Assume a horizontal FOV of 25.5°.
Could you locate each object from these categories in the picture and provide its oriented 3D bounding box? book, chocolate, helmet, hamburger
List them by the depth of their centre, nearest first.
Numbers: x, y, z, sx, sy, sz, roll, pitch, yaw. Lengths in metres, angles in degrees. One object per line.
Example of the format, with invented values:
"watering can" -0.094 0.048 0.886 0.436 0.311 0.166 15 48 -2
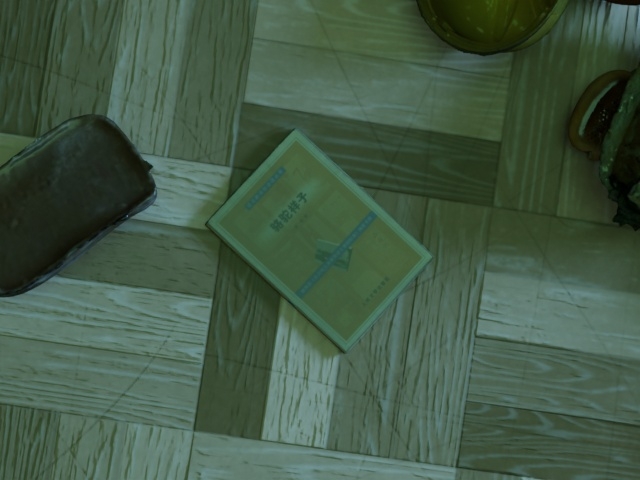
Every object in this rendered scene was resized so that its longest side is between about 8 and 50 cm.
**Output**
"chocolate" -0.325 -0.035 1.719 0.261 0.083 0.161 -32 73 -6
"hamburger" 0.469 -0.145 1.733 0.211 0.132 0.308 23 84 -38
"helmet" 0.231 -0.338 1.746 0.205 0.140 0.256 -9 77 27
"book" 0.000 0.000 1.772 0.242 0.018 0.170 42 86 -1

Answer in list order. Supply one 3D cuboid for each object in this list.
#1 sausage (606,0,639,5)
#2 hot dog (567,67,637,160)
"sausage" 0.383 -0.427 1.751 0.141 0.153 0.268 -12 88 37
"hot dog" 0.370 -0.167 1.789 0.090 0.060 0.140 30 92 -6
